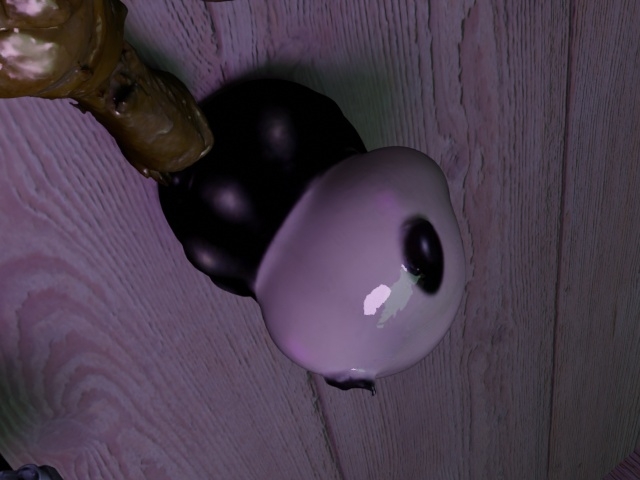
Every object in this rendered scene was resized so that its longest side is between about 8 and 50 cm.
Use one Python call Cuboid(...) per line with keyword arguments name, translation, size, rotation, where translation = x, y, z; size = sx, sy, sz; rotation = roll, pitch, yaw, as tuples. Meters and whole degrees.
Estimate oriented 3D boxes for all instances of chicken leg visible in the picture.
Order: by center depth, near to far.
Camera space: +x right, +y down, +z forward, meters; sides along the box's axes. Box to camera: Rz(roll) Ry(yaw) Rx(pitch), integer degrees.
Cuboid(name="chicken leg", translation=(-0.197, -0.164, 0.802), size=(0.153, 0.201, 0.429), rotation=(-21, 152, 12))

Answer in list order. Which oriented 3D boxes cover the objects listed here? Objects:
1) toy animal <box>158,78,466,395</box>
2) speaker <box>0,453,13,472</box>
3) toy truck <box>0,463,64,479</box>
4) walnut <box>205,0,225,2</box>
Cuboid(name="toy animal", translation=(0.000, 0.000, 1.014), size=(0.251, 0.310, 0.251), rotation=(-28, 140, -27))
Cuboid(name="speaker", translation=(-0.409, 0.262, 0.946), size=(0.231, 0.192, 0.153), rotation=(-40, 144, -17))
Cuboid(name="toy truck", translation=(-0.283, 0.320, 0.891), size=(0.256, 0.108, 0.140), rotation=(-53, 135, -3))
Cuboid(name="walnut", translation=(-0.065, -0.293, 0.771), size=(0.224, 0.224, 0.224), rotation=(-27, 140, -26))
